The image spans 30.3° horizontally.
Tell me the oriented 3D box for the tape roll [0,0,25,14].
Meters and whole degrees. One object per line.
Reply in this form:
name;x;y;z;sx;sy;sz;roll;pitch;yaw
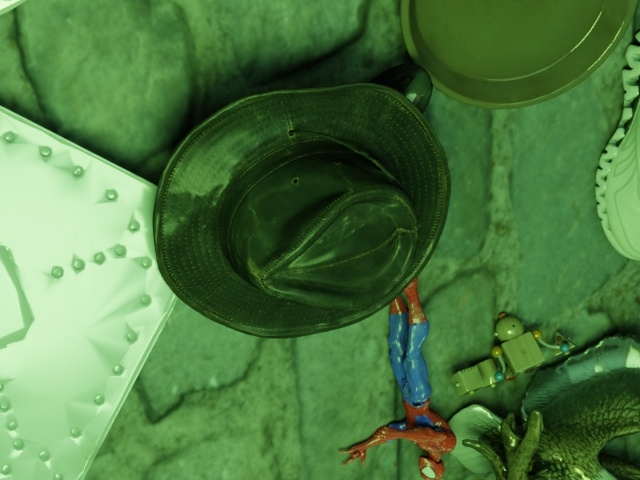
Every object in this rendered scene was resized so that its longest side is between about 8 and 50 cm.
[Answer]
tape roll;-0.393;-0.385;1.099;0.391;0.072;0.392;-5;108;-17

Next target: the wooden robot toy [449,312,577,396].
wooden robot toy;0.234;0.133;1.477;0.173;0.076;0.079;-21;76;-11

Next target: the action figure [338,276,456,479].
action figure;0.079;0.183;1.414;0.139;0.091;0.280;-24;111;-17

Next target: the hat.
hat;0.000;0.000;1.212;0.331;0.134;0.331;-8;121;-14

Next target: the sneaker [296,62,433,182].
sneaker;0.067;-0.055;1.341;0.162;0.106;0.281;32;104;-27

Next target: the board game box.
board game box;-0.367;0.060;1.225;0.390;0.050;0.390;27;92;-20

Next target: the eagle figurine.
eagle figurine;0.330;0.262;1.479;0.298;0.226;0.225;-19;78;-37

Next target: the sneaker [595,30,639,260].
sneaker;0.412;-0.110;1.424;0.110;0.118;0.292;-1;107;-20

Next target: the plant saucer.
plant saucer;0.220;-0.276;1.313;0.277;0.041;0.278;-6;125;-8
